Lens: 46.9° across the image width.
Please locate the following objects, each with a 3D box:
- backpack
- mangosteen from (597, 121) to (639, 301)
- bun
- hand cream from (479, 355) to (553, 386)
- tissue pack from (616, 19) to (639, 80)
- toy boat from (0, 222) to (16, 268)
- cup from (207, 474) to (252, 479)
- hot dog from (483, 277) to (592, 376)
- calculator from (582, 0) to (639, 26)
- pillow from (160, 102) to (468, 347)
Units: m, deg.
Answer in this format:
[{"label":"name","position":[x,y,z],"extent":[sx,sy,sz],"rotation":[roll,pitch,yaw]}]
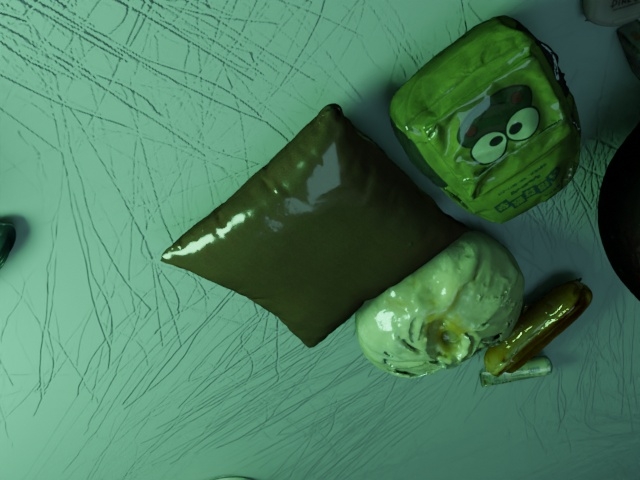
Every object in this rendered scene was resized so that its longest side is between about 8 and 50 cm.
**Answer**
[{"label":"backpack","position":[0.212,-0.139,0.912],"extent":[0.207,0.140,0.253],"rotation":[-35,130,12]},{"label":"mangosteen","position":[0.598,-0.059,1.026],"extent":[0.435,0.382,0.382],"rotation":[-33,156,-50]},{"label":"bun","position":[0.195,0.117,1.162],"extent":[0.287,0.146,0.287],"rotation":[-12,135,-12]},{"label":"hand cream","position":[0.386,0.260,1.461],"extent":[0.143,0.039,0.061],"rotation":[-13,144,5]},{"label":"tissue pack","position":[0.419,-0.238,0.955],"extent":[0.035,0.063,0.083],"rotation":[-33,134,17]},{"label":"toy boat","position":[-0.424,0.027,0.901],"extent":[0.141,0.060,0.055],"rotation":[-40,134,10]},{"label":"cup","position":[-0.175,0.627,1.434],"extent":[0.253,0.274,0.253],"rotation":[-11,138,-10]},{"label":"hot dog","position":[0.378,0.159,1.330],"extent":[0.104,0.076,0.250],"rotation":[-1,140,-47]},{"label":"calculator","position":[0.359,-0.332,0.859],"extent":[0.100,0.032,0.175],"rotation":[-18,136,-3]},{"label":"pillow","position":[0.000,0.000,0.994],"extent":[0.305,0.108,0.308],"rotation":[-39,130,19]}]
